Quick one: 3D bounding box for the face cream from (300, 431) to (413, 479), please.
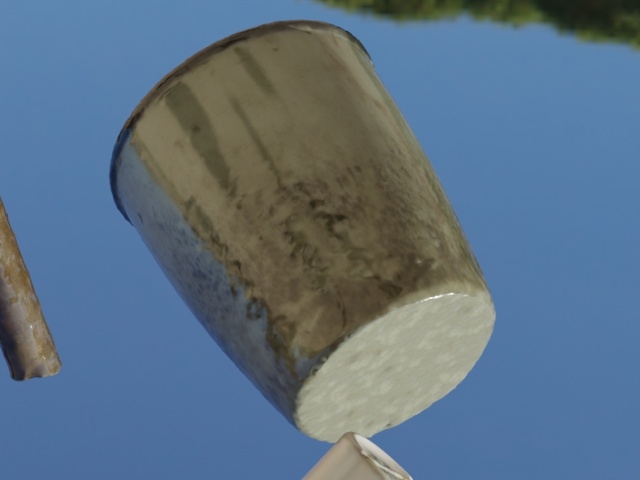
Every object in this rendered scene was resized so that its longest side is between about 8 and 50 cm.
[{"bbox_3d":[-0.051,0.284,1.429,0.311,0.092,0.092,-47,-150,4],"label":"face cream"}]

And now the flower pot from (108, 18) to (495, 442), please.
[{"bbox_3d":[0.000,0.000,1.808,0.294,0.293,0.330,-15,-127,-29],"label":"flower pot"}]

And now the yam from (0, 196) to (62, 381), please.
[{"bbox_3d":[-0.231,-0.057,1.209,0.045,0.326,0.045,5,-150,42],"label":"yam"}]
